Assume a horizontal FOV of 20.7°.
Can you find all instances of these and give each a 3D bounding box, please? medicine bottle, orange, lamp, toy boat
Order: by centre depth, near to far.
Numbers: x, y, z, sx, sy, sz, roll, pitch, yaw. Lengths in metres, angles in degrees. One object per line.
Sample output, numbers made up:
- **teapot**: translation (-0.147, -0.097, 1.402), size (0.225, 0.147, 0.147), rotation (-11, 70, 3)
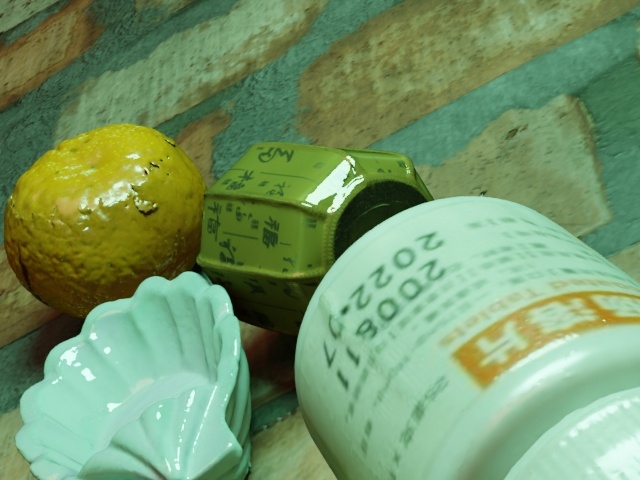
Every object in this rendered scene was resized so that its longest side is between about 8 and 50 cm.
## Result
- **medicine bottle**: translation (0.132, 0.124, 0.929), size (0.211, 0.211, 0.371), rotation (-35, 26, -4)
- **toy boat**: translation (-0.125, 0.136, 1.325), size (0.199, 0.100, 0.290), rotation (-37, 26, 1)
- **lamp**: translation (0.000, 0.000, 1.364), size (0.161, 0.161, 0.185), rotation (-46, 26, -24)
- **orange**: translation (-0.193, -0.013, 1.602), size (0.193, 0.161, 0.193), rotation (-15, 32, 10)
